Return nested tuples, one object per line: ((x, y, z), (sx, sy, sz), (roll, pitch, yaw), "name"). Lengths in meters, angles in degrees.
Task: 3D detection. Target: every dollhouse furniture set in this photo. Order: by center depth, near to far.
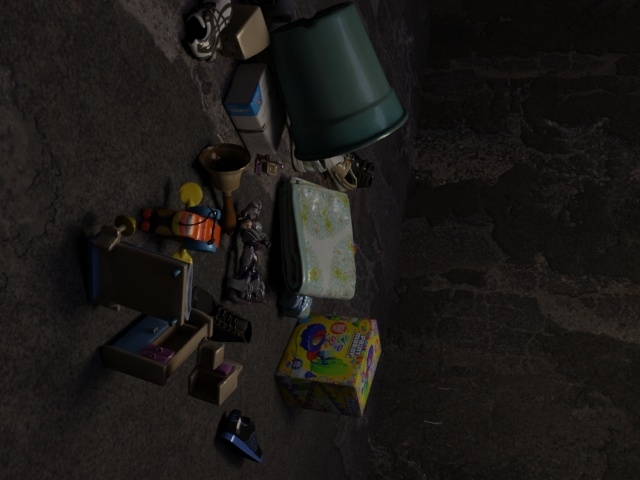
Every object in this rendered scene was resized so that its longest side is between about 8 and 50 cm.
((-0.268, 0.105, 1.244), (0.198, 0.286, 0.304), (-50, 152, -59), "dollhouse furniture set")
((-0.130, -0.233, 1.877), (0.114, 0.081, 0.091), (9, 85, -71), "dollhouse furniture set")

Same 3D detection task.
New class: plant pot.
((-0.204, -0.511, 1.592), (0.096, 0.109, 0.109), (-58, 149, -28), "plant pot")
((0.027, -0.440, 1.738), (0.334, 0.341, 0.341), (68, 29, -22), "plant pot")

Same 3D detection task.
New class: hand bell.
((-0.237, -0.110, 1.617), (0.126, 0.126, 0.242), (-64, 164, -47), "hand bell")

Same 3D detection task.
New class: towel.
((0.000, 0.000, 2.076), (0.320, 0.090, 0.375), (11, 72, -51), "towel")

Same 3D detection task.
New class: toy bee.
((-0.298, -0.042, 1.386), (0.298, 0.162, 0.195), (110, -13, -61), "toy bee")

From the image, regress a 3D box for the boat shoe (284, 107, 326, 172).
((-0.043, -0.371, 2.063), (0.118, 0.103, 0.321), (-52, 142, -58), "boat shoe")

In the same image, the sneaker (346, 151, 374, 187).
((0.137, -0.324, 2.523), (0.105, 0.146, 0.296), (-65, 151, -42), "sneaker")

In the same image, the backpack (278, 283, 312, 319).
((-0.084, 0.195, 2.075), (0.084, 0.105, 0.114), (17, 77, -47), "backpack")

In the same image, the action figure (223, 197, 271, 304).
((-0.188, 0.028, 1.734), (0.185, 0.099, 0.285), (-1, 98, -78), "action figure")

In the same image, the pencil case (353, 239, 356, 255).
((0.040, 0.039, 2.367), (0.133, 0.119, 0.306), (-67, 163, 10), "pencil case")

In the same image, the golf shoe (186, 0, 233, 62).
((-0.257, -0.512, 1.468), (0.094, 0.077, 0.198), (36, 59, -67), "golf shoe")

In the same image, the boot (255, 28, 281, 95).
((-0.146, -0.507, 1.826), (0.086, 0.069, 0.190), (-97, 179, -69), "boot")

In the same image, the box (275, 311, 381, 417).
((0.035, 0.417, 2.187), (0.290, 0.279, 0.177), (-66, 153, -45), "box")

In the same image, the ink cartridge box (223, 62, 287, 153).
((-0.170, -0.352, 1.731), (0.203, 0.085, 0.148), (67, 32, -54), "ink cartridge box")

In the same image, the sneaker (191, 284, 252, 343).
((-0.246, 0.181, 1.576), (0.222, 0.118, 0.083), (67, 33, -53), "sneaker")

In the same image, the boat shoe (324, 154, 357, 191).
((0.063, -0.288, 2.383), (0.302, 0.103, 0.113), (60, 38, -58), "boat shoe")

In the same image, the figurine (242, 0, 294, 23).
((-0.137, -0.731, 1.761), (0.215, 0.092, 0.210), (6, 84, -72), "figurine")

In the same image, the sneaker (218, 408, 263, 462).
((-0.210, 0.557, 1.813), (0.090, 0.081, 0.232), (-66, 152, -28), "sneaker")
